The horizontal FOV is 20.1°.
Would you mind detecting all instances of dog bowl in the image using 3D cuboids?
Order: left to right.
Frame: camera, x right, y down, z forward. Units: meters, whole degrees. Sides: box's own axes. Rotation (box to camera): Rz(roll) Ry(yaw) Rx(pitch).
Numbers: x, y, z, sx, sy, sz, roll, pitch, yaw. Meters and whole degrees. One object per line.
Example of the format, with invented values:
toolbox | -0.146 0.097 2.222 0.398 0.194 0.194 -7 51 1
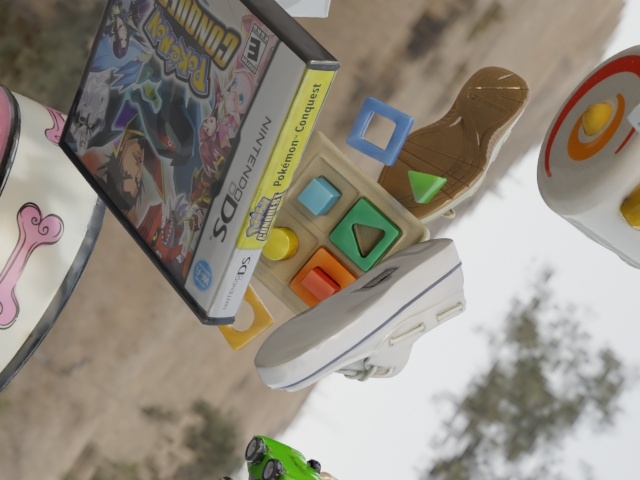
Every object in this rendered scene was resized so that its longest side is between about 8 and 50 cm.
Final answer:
dog bowl | -0.394 0.012 1.743 0.408 0.150 0.408 -33 -145 27

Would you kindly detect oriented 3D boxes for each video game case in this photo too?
video game case | -0.111 -0.109 1.485 0.035 0.275 0.248 -2 126 -39

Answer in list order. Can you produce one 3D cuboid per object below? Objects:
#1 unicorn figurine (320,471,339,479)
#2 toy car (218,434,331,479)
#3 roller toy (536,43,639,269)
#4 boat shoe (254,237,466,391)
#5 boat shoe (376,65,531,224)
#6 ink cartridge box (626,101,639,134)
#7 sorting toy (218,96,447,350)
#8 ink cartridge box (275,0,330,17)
unicorn figurine | 0.018 0.280 1.645 0.111 0.162 0.060 -8 163 -31
toy car | -0.009 0.215 1.373 0.053 0.239 0.225 -62 -156 7
roller toy | 0.303 -0.080 1.698 0.191 0.146 0.209 -21 -138 56
boat shoe | 0.046 0.086 1.669 0.096 0.088 0.267 -9 -163 40
boat shoe | 0.159 -0.096 2.166 0.285 0.105 0.089 -44 161 -34
ink cartridge box | 0.292 -0.053 1.077 0.127 0.175 0.072 -38 173 -10
sorting toy | 0.000 0.000 2.071 0.347 0.196 0.047 -51 163 14
ink cartridge box | -0.032 -0.418 2.071 0.273 0.114 0.197 103 -12 -49
